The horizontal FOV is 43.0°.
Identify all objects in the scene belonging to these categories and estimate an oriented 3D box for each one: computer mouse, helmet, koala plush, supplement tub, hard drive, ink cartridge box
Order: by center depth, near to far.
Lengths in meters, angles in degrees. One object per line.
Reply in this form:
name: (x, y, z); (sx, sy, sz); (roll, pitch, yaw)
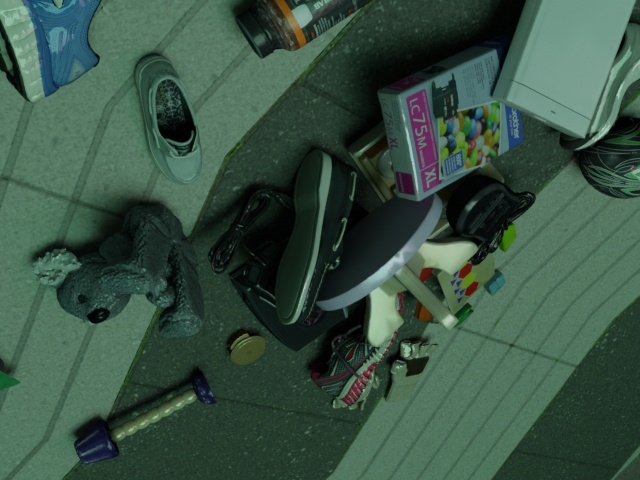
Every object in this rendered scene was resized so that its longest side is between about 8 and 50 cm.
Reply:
supplement tub: (-0.022, -0.342, 1.162); (0.198, 0.106, 0.106); (-35, 136, -2)
koala plush: (-0.324, 0.060, 1.296); (0.221, 0.203, 0.196); (-22, 139, 16)
ink cartridge box: (0.239, -0.212, 1.349); (0.311, 0.065, 0.185); (-30, 120, -30)
hard drive: (0.431, -0.372, 1.368); (0.233, 0.047, 0.353); (14, 97, -39)
computer mouse: (-0.067, 0.026, 1.432); (0.262, 0.060, 0.184); (35, 77, -29)
computer mouse: (0.300, -0.057, 1.537); (0.188, 0.072, 0.272); (-50, 153, 9)
computer mouse: (0.093, 0.000, 1.553); (0.071, 0.041, 0.242); (-37, 130, 7)
hard drive: (-0.048, 0.109, 1.562); (0.172, 0.054, 0.254); (-34, 136, -2)
helmet: (0.625, -0.165, 1.676); (0.162, 0.169, 0.169); (-31, 139, -30)

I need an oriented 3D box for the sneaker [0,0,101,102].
sneaker: (-0.344, -0.336, 0.980); (0.147, 0.130, 0.330); (-29, 141, -27)

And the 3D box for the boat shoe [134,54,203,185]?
boat shoe: (-0.220, -0.162, 1.211); (0.079, 0.081, 0.227); (-22, 134, -14)

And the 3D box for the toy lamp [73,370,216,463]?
toy lamp: (-0.339, 0.347, 1.572); (0.275, 0.080, 0.080); (-24, 135, -12)

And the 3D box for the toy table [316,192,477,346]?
toy table: (0.133, 0.053, 1.412); (0.274, 0.252, 0.161); (-38, 116, 12)

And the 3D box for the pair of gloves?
pair of gloves: (0.143, 0.311, 1.859); (0.240, 0.042, 0.204); (-1, 127, -29)

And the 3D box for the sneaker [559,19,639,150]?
sneaker: (0.533, -0.298, 1.556); (0.108, 0.100, 0.271); (19, 112, -25)

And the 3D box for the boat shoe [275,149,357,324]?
boat shoe: (0.000, 0.000, 1.367); (0.091, 0.114, 0.302); (18, 80, -31)

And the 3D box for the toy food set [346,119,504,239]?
toy food set: (0.203, -0.136, 1.481); (0.220, 0.092, 0.306); (-38, 136, 1)

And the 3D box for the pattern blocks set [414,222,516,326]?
pattern blocks set: (0.305, 0.061, 1.722); (0.285, 0.026, 0.324); (-36, 142, -15)

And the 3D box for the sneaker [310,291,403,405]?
sneaker: (0.081, 0.210, 1.680); (0.112, 0.121, 0.299); (28, 112, -1)

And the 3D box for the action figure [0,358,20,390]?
action figure: (-0.633, 0.264, 1.333); (0.232, 0.063, 0.137); (-35, 138, -6)

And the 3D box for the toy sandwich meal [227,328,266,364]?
toy sandwich meal: (-0.148, 0.211, 1.609); (0.086, 0.029, 0.085); (-21, 137, -20)
